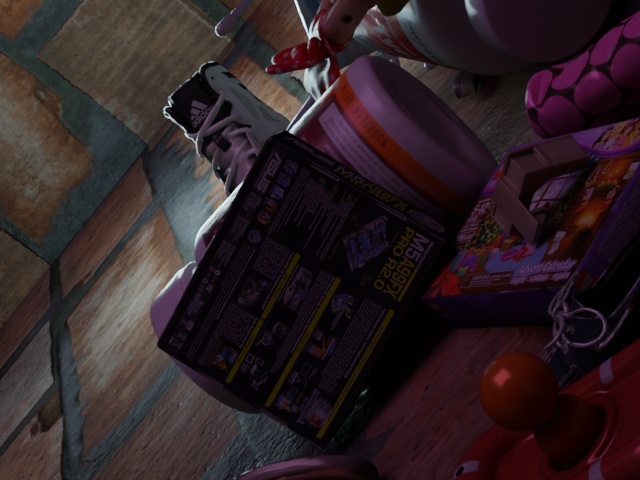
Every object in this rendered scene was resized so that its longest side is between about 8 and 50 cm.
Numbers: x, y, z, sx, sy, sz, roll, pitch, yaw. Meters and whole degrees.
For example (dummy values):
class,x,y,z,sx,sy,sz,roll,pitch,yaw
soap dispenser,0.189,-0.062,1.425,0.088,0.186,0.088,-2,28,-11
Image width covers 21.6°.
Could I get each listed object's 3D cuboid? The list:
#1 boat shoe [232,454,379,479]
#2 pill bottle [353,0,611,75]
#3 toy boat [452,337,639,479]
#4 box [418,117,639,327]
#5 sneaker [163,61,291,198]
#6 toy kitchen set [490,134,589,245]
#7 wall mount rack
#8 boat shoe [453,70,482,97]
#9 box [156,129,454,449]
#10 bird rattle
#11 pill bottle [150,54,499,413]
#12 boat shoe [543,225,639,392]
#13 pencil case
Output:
class,x,y,z,sx,sy,sz,roll,pitch,yaw
boat shoe,-0.067,0.310,1.686,0.324,0.123,0.116,-31,59,31
pill bottle,0.178,-0.323,2.051,0.229,0.229,0.408,-54,25,-4
toy boat,0.182,0.141,1.273,0.231,0.151,0.151,-40,20,35
box,0.227,-0.014,1.629,0.201,0.057,0.293,-57,17,-17
sneaker,-0.125,-0.094,2.365,0.169,0.257,0.447,-46,18,18
toy kitchen set,0.214,-0.040,1.578,0.068,0.075,0.083,55,150,35
wall mount rack,0.005,-0.284,2.296,0.304,0.350,0.130,-29,32,-11
boat shoe,0.200,-0.222,2.174,0.035,0.035,0.100,-8,35,27
box,-0.018,0.052,1.772,0.270,0.216,0.060,-61,-6,16
bird rattle,0.041,-0.280,1.949,0.207,0.143,0.253,-73,6,-49
pill bottle,0.000,0.000,1.907,0.392,0.224,0.224,-46,18,17
boat shoe,0.238,0.065,1.403,0.254,0.079,0.095,-47,18,17
pencil case,0.302,-0.181,1.722,0.209,0.095,0.098,-35,59,40
